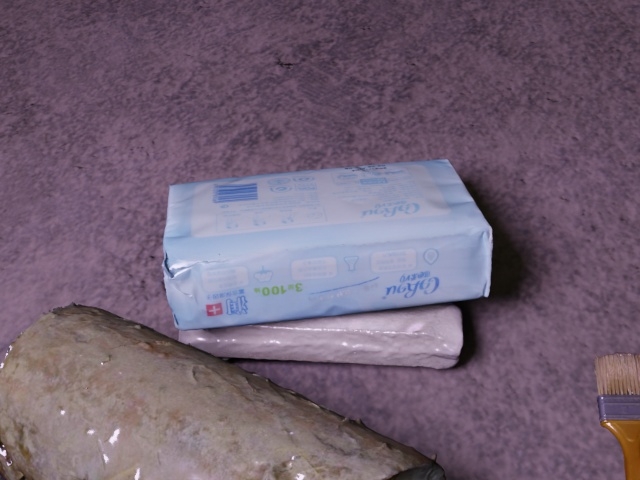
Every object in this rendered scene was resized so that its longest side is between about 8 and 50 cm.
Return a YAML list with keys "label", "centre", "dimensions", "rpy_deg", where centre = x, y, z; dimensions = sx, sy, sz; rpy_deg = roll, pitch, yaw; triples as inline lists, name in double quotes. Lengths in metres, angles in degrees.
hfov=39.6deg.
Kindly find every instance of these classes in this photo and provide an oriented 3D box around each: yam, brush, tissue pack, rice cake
- label: "yam"
  centre: [-0.081, 0.162, 0.631]
  dimensions: [0.304, 0.168, 0.168]
  rpy_deg: [21, 55, 26]
- label: "brush"
  centre: [0.238, 0.160, 0.677]
  dimensions: [0.043, 0.014, 0.170]
  rpy_deg: [-2, 49, 10]
- label: "tissue pack"
  centre: [0.000, 0.000, 0.774]
  dimensions: [0.263, 0.089, 0.177]
  rpy_deg: [-5, 26, -4]
- label: "rice cake"
  centre: [-0.006, 0.077, 0.767]
  dimensions: [0.256, 0.052, 0.057]
  rpy_deg: [1, 46, 10]
